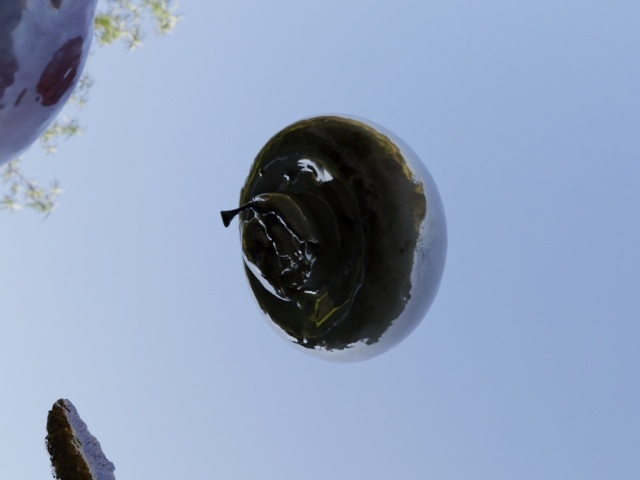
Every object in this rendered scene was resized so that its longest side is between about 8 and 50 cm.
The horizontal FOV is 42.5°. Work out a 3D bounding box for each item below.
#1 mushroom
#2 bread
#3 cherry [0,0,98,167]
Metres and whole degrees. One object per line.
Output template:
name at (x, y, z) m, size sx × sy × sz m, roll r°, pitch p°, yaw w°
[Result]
mushroom at (0.000, 0.000, 1.171) m, size 0.362 × 0.294 × 0.362 m, roll 6°, pitch -82°, yaw 46°
bread at (-0.381, 0.361, 1.301) m, size 0.076 × 0.105 × 0.233 m, roll -34°, pitch -112°, yaw 5°
cherry at (-0.419, -0.231, 0.870) m, size 0.335 × 0.326 × 0.291 m, roll -37°, pitch -151°, yaw 37°
